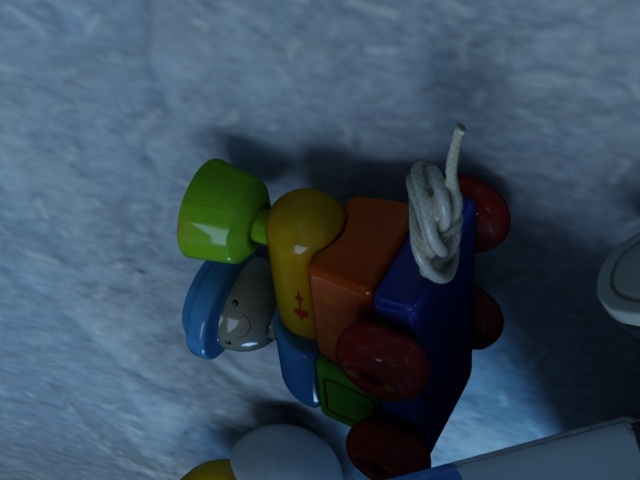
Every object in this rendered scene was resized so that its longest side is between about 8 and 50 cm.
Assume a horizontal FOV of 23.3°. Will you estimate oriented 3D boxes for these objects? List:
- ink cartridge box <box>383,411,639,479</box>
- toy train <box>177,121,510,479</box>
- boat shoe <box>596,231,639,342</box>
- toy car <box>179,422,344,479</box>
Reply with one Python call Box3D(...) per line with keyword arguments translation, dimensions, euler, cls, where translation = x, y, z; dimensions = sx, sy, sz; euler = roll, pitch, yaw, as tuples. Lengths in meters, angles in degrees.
Box3D(translation=(0.090, 0.171, 0.716), dimensions=(0.307, 0.129, 0.223), euler=(-9, 162, -32), cls="ink cartridge box")
Box3D(translation=(0.000, 0.000, 0.681), dimensions=(0.143, 0.105, 0.248), euler=(21, 150, 18), cls="toy train")
Box3D(translation=(0.239, 0.021, 0.606), dimensions=(0.254, 0.095, 0.079), euler=(-10, 129, 21), cls="boat shoe")
Box3D(translation=(-0.011, 0.210, 0.942), dimensions=(0.136, 0.182, 0.159), euler=(10, 125, -52), cls="toy car")
